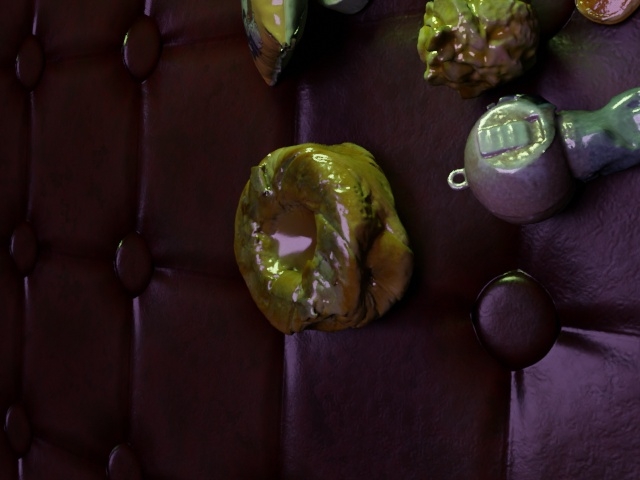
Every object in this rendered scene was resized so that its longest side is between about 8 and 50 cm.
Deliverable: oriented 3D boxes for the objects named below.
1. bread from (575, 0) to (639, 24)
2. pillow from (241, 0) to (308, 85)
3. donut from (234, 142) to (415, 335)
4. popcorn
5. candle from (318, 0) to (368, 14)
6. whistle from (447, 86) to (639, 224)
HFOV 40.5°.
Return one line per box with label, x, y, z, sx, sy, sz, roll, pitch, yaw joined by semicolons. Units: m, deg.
bread;0.414;-0.362;1.233;0.110;0.024;0.110;1;92;42
pillow;-0.084;-0.458;1.562;0.310;0.119;0.312;174;95;-84
donut;0.000;0.000;1.519;0.360;0.170;0.360;3;94;48
popcorn;0.232;-0.304;1.296;0.187;0.185;0.167;-24;95;10
candle;0.043;-0.511;1.542;0.168;0.068;0.192;40;113;37
whistle;0.351;-0.125;1.230;0.348;0.189;0.189;-16;79;19
